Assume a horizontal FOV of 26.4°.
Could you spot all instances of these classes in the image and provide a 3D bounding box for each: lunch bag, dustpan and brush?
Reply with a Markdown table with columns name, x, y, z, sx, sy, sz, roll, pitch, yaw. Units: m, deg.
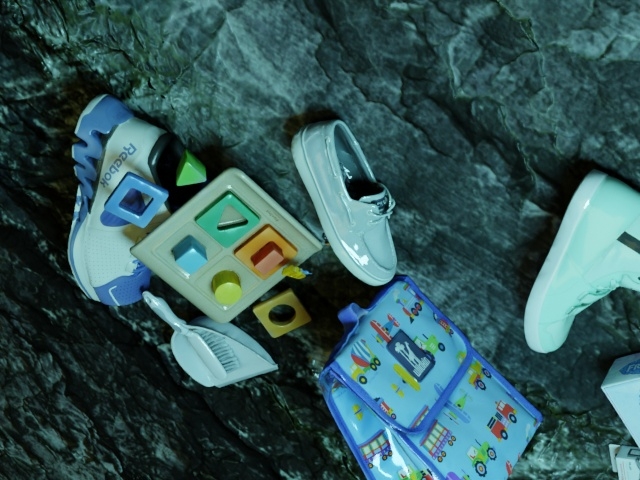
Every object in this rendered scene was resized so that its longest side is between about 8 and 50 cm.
| name | x | y | z | sx | sy | sz | roll | pitch | yaw |
| --- | --- | --- | --- | --- | --- | --- | --- | --- | --- |
| lunch bag | 0.115 | 0.197 | 1.726 | 0.138 | 0.221 | 0.293 | -29 | 103 | 41 |
| dustpan and brush | -0.179 | 0.140 | 1.971 | 0.147 | 0.060 | 0.211 | -22 | 112 | 40 |

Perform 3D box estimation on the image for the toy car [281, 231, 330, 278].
| name | x | y | z | sx | sy | sz | roll | pitch | yaw |
| --- | --- | --- | --- | --- | --- | --- | --- | --- | --- |
| toy car | 0.000 | 0.000 | 1.779 | 0.122 | 0.060 | 0.041 | -36 | 143 | 29 |

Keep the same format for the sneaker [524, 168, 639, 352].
| name | x | y | z | sx | sy | sz | roll | pitch | yaw |
| --- | --- | --- | --- | --- | --- | --- | --- | --- | --- |
| sneaker | 0.332 | 0.058 | 1.572 | 0.151 | 0.094 | 0.255 | 30 | 130 | 20 |

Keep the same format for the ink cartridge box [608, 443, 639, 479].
| name | x | y | z | sx | sy | sz | roll | pitch | yaw |
| --- | --- | --- | --- | --- | --- | --- | --- | --- | --- |
| ink cartridge box | 0.405 | 0.290 | 1.736 | 0.083 | 0.028 | 0.048 | 3 | 122 | 31 |

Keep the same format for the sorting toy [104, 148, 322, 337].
| name | x | y | z | sx | sy | sz | roll | pitch | yaw |
| --- | --- | --- | --- | --- | --- | --- | --- | --- | --- |
| sorting toy | -0.121 | 0.019 | 1.787 | 0.196 | 0.047 | 0.348 | -37 | 123 | 18 |

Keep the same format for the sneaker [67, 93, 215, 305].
| name | x | y | z | sx | sy | sz | roll | pitch | yaw |
| --- | --- | --- | --- | --- | --- | --- | --- | --- | --- |
| sneaker | -0.237 | -0.031 | 1.858 | 0.182 | 0.127 | 0.315 | 21 | 128 | 22 |

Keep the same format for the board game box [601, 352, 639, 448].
| name | x | y | z | sx | sy | sz | roll | pitch | yaw |
| --- | --- | --- | --- | --- | --- | --- | --- | --- | --- |
| board game box | 0.543 | 0.242 | 1.589 | 0.318 | 0.066 | 0.318 | -21 | 108 | 40 |

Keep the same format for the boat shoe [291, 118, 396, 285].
| name | x | y | z | sx | sy | sz | roll | pitch | yaw |
| --- | --- | --- | --- | --- | --- | --- | --- | --- | --- |
| boat shoe | 0.045 | -0.047 | 1.698 | 0.081 | 0.079 | 0.227 | -16 | 108 | 43 |
